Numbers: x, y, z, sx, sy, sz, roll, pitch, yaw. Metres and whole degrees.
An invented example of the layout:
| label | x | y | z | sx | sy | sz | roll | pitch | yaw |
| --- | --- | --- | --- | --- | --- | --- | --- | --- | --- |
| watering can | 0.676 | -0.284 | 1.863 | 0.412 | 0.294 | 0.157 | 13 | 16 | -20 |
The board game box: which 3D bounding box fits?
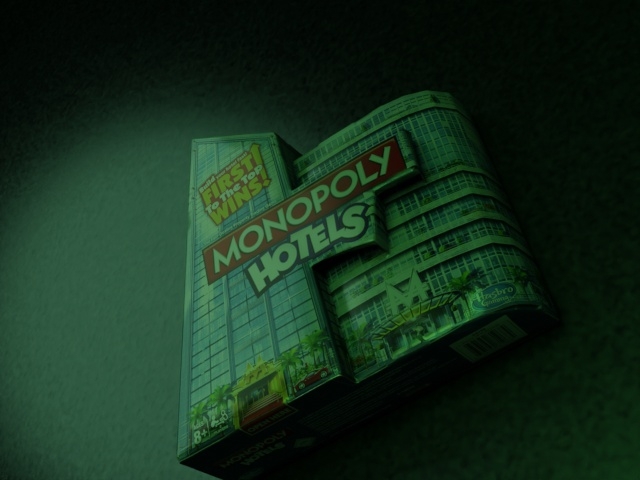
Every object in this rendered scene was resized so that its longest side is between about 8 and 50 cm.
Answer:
| label | x | y | z | sx | sy | sz | roll | pitch | yaw |
| --- | --- | --- | --- | --- | --- | --- | --- | --- | --- |
| board game box | 0.000 | 0.000 | 0.539 | 0.194 | 0.060 | 0.194 | -31 | 52 | 19 |
